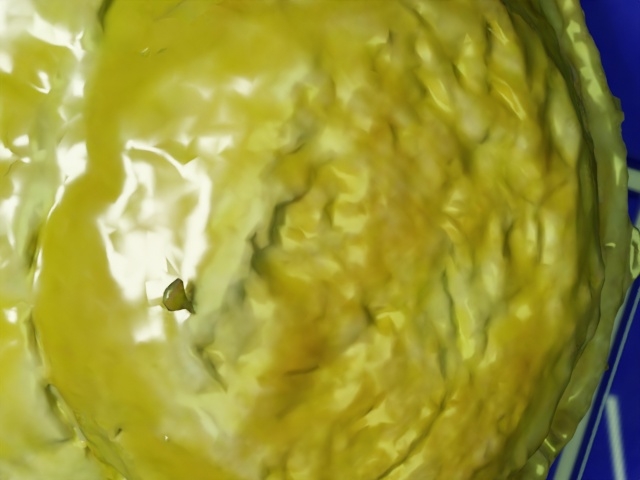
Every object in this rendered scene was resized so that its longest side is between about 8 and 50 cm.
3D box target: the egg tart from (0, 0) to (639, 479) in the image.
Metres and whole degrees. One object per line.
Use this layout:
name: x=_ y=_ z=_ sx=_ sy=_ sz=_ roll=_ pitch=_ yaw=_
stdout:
egg tart: x=0.000 y=0.000 z=0.593 sx=0.319 sy=0.128 sz=0.319 roll=-7 pitch=104 yaw=-29
